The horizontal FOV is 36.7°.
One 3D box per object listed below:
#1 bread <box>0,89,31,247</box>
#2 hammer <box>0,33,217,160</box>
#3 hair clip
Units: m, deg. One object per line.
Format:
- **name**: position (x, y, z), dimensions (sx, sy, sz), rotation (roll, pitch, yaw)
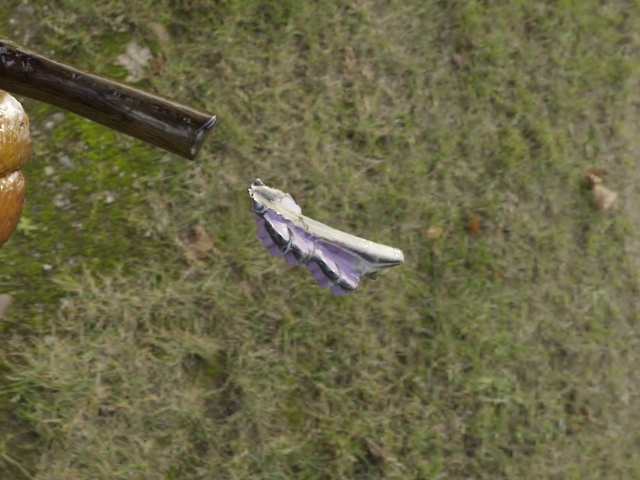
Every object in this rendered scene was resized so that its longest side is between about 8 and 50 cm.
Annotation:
- **bread**: position (-0.443, -0.062, 1.026), dimensions (0.232, 0.135, 0.247), rotation (21, 105, -2)
- **hammer**: position (-0.323, -0.190, 1.181), dimensions (0.408, 0.242, 0.095), rotation (20, 25, 1)
- **hair clip**: position (0.000, 0.000, 1.217), dimensions (0.292, 0.084, 0.106), rotation (28, 43, -44)
